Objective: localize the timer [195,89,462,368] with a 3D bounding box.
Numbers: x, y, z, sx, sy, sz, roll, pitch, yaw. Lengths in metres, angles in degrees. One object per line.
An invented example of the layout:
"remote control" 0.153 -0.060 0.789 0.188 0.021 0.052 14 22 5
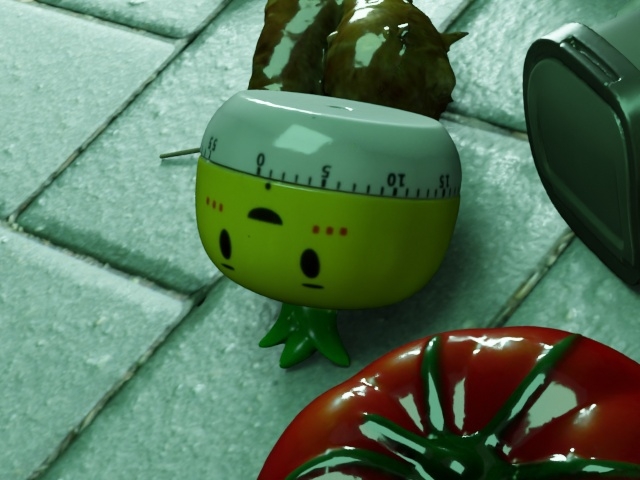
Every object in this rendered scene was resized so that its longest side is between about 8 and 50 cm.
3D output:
"timer" 0.000 0.000 1.796 0.285 0.285 0.285 -15 41 13

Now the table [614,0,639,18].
"table" 0.381 -0.244 1.939 0.133 0.043 0.133 -28 19 11

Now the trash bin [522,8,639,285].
"trash bin" 0.350 -0.122 1.741 0.250 0.219 0.220 -25 41 -9

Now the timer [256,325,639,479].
"timer" 0.133 0.249 1.394 0.378 0.279 0.378 -14 40 12

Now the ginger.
"ginger" 0.048 -0.241 2.047 0.254 0.176 0.418 -5 49 18

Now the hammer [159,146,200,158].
"hammer" -0.139 -0.106 2.119 0.110 0.019 0.035 -7 43 25
